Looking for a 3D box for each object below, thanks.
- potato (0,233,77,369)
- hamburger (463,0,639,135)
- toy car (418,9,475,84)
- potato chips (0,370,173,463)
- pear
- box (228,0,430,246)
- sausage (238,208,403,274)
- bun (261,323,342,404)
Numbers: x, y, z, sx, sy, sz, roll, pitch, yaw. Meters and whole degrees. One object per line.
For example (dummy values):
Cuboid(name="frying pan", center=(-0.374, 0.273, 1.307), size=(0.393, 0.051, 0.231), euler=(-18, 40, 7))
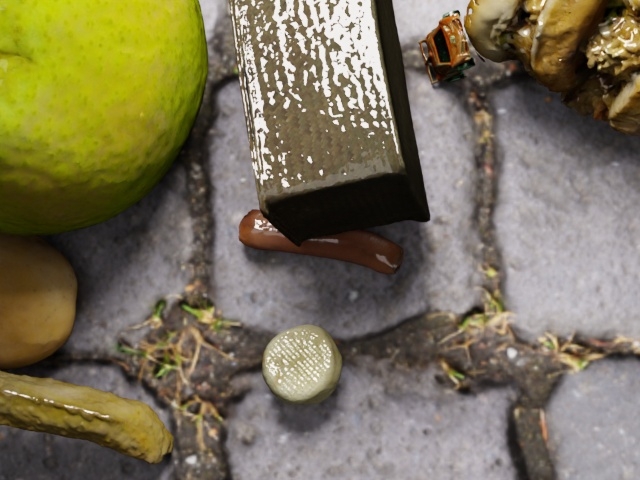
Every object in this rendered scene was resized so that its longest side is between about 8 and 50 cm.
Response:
Cuboid(name="potato", center=(-0.369, 0.049, 1.575), size=(0.234, 0.146, 0.150), euler=(24, 124, 10))
Cuboid(name="hamburger", center=(0.270, -0.241, 1.406), size=(0.211, 0.260, 0.245), euler=(28, 100, 13))
Cuboid(name="toy car", center=(0.128, -0.192, 1.498), size=(0.035, 0.122, 0.059), euler=(-16, 88, -4))
Cuboid(name="potato chips", center=(-0.352, 0.166, 1.543), size=(0.407, 0.057, 0.080), euler=(9, 125, -2))
Cuboid(name="pear", center=(-0.293, -0.190, 1.449), size=(0.391, 0.391, 0.391), euler=(0, 88, 10))
Cuboid(name="box", center=(0.008, -0.149, 1.465), size=(0.143, 0.184, 0.273), euler=(-11, 75, 11))
Cuboid(name="sausage", center=(0.000, 0.001, 1.550), size=(0.176, 0.047, 0.040), euler=(11, 108, 11))
Cuboid(name="bun", center=(-0.018, 0.131, 1.546), size=(0.086, 0.055, 0.086), euler=(-3, 73, 11))
